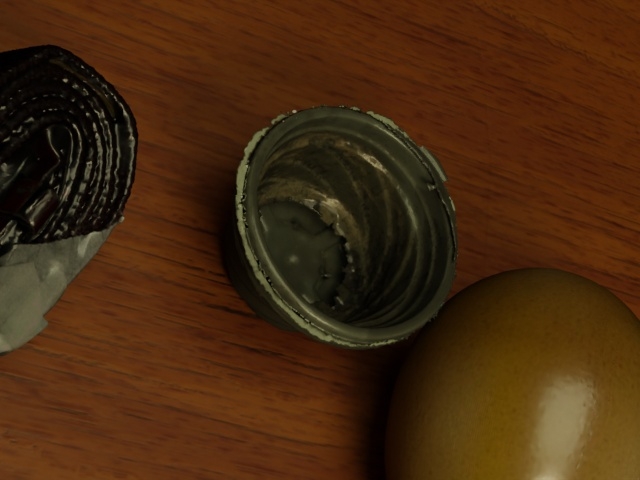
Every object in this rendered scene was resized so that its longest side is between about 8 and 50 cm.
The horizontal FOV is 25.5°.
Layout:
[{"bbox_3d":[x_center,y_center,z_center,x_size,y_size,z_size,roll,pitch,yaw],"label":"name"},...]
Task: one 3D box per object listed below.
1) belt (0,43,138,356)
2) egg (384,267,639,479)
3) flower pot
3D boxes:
[{"bbox_3d":[-0.285,-0.025,1.153,0.184,0.164,0.289,55,51,-35],"label":"belt"},{"bbox_3d":[0.183,0.180,1.290,0.250,0.250,0.323,26,72,-20],"label":"egg"},{"bbox_3d":[0.000,0.000,1.309,0.235,0.140,0.236,10,70,-29],"label":"flower pot"}]
